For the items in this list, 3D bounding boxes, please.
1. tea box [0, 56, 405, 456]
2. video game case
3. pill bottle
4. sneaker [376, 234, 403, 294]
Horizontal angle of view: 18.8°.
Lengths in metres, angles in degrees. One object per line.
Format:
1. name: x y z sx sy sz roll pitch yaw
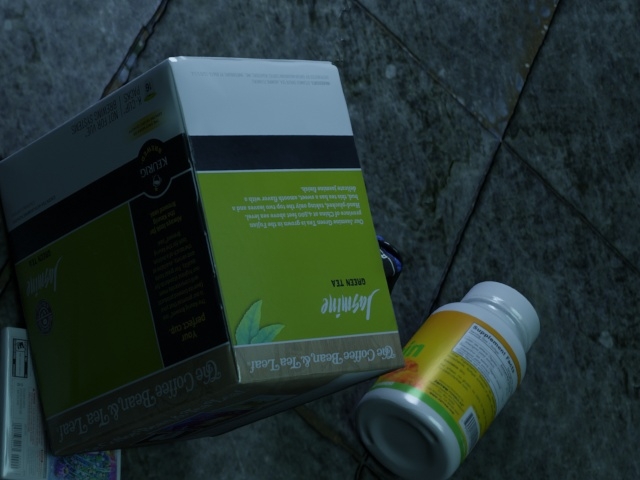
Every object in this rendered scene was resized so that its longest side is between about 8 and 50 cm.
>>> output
1. tea box: -0.128 0.022 1.935 0.220 0.329 0.323 -2 75 -41
2. video game case: -0.269 0.175 2.000 0.143 0.019 0.157 11 71 -38
3. pill bottle: 0.159 0.160 2.286 0.136 0.136 0.245 55 51 -16
4. sneaker: 0.000 0.001 2.162 0.127 0.182 0.315 -21 93 -43
